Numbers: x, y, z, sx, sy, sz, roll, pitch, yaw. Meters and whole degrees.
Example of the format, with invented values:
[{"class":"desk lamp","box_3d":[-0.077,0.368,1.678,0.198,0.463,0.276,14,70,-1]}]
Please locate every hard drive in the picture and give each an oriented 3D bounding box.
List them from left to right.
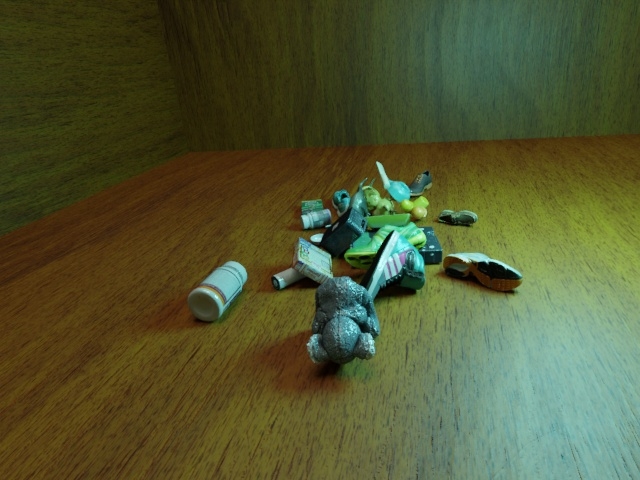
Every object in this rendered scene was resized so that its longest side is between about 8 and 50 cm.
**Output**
[{"class":"hard drive","box_3d":[0.286,0.023,1.698,0.340,0.064,0.236,-3,23,4]}]

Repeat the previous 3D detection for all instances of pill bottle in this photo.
[{"class":"pill bottle","box_3d":[-0.337,0.163,1.444,0.121,0.121,0.221,1,24,16]},{"class":"pill bottle","box_3d":[-0.022,-0.097,2.026,0.137,0.078,0.078,-13,24,-15]}]

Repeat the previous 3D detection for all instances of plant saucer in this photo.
[{"class":"plant saucer","box_3d":[0.282,-0.072,1.810,0.189,0.045,0.188,-4,-5,12]}]

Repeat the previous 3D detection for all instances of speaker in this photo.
[{"class":"speaker","box_3d":[-0.107,0.128,1.556,0.136,0.055,0.055,-24,29,-35]}]

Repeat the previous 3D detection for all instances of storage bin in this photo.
[{"class":"storage bin","box_3d":[0.090,-0.032,1.708,0.180,0.084,0.122,-41,15,33]}]

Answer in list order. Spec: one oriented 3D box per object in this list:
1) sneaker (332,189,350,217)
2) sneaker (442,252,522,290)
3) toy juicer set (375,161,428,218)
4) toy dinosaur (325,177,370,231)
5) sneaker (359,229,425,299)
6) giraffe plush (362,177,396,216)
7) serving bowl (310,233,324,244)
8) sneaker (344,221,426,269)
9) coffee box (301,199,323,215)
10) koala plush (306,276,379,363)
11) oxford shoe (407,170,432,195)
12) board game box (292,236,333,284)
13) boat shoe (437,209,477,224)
[{"class":"sneaker","box_3d":[0.122,-0.209,2.211,0.107,0.109,0.275,-8,23,-6]},{"class":"sneaker","box_3d":[0.557,0.086,1.457,0.121,0.099,0.263,-21,28,-40]},{"class":"toy juicer set","box_3d":[0.357,-0.205,1.997,0.329,0.089,0.209,37,32,-12]},{"class":"toy dinosaur","box_3d":[0.160,-0.131,1.896,0.121,0.313,0.160,29,-2,22]},{"class":"sneaker","box_3d":[0.242,0.128,1.407,0.179,0.124,0.295,32,69,-3]},{"class":"giraffe plush","box_3d":[0.267,-0.161,2.035,0.170,0.210,0.182,43,40,22]},{"class":"serving bowl","box_3d":[0.000,0.000,1.860,0.084,0.027,0.083,-5,23,2]},{"class":"sneaker","box_3d":[0.225,0.017,1.553,0.296,0.109,0.123,-17,53,-4]},{"class":"coffee box","box_3d":[-0.043,-0.161,2.225,0.113,0.040,0.184,-5,23,1]},{"class":"koala plush","box_3d":[0.054,0.232,1.143,0.197,0.203,0.221,-2,35,10]},{"class":"oxford shoe","box_3d":[0.530,-0.312,2.369,0.097,0.098,0.271,10,28,32]},{"class":"board game box","box_3d":[-0.028,0.075,1.574,0.147,0.045,0.193,31,19,-13]},{"class":"boat shoe","box_3d":[0.602,-0.095,1.908,0.178,0.064,0.060,10,32,46]}]
